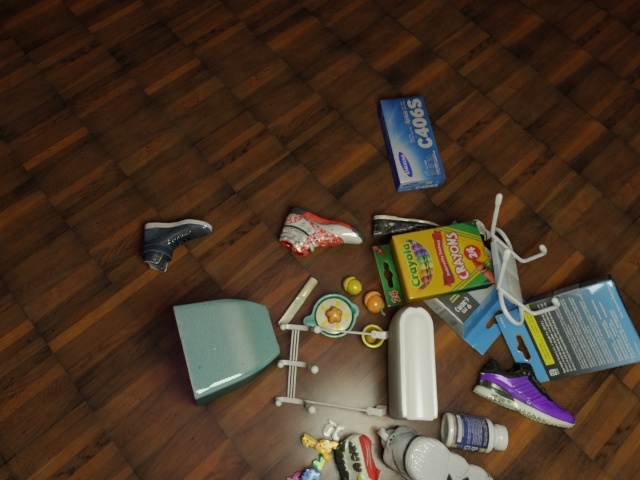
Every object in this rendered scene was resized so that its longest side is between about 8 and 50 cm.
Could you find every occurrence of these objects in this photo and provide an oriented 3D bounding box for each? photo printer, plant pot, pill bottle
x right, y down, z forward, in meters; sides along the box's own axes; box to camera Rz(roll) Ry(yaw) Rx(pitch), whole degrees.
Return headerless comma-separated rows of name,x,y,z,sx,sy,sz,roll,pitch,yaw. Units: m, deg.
photo printer,0.251,0.342,1.287,0.107,0.256,0.308,2,69,1
plant pot,-0.258,0.300,1.300,0.252,0.247,0.248,-13,70,-19
pill bottle,0.436,0.550,1.302,0.169,0.094,0.094,8,69,1

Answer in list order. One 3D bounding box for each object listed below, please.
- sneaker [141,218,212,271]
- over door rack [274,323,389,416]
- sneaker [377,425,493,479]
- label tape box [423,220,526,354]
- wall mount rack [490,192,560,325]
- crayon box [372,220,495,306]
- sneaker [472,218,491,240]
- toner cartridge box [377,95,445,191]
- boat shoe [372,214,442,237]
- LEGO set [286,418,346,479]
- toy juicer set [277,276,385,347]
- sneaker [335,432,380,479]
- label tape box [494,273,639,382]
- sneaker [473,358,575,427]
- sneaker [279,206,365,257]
sneaker,-0.461,0.019,1.463,0.226,0.086,0.163,-5,58,6
over door rack,0.032,0.364,1.305,0.324,0.108,0.240,3,84,7
sneaker,0.313,0.624,1.246,0.366,0.210,0.137,43,71,-20
label tape box,0.465,0.145,1.450,0.249,0.115,0.347,-42,75,-16
wall mount rack,0.552,0.049,1.308,0.304,0.130,0.350,35,44,-26
crayon box,0.336,0.070,1.372,0.318,0.081,0.202,-11,71,-6
sneaker,0.546,-0.035,1.565,0.037,0.032,0.083,-35,74,-15
toner cartridge box,0.324,-0.353,1.655,0.165,0.075,0.348,-8,70,-4
boat shoe,0.290,-0.033,1.533,0.233,0.084,0.079,6,79,2
LEGO set,-0.022,0.591,1.271,0.093,0.087,0.227,32,70,9
toy juicer set,0.049,0.199,1.423,0.328,0.089,0.209,14,69,3
sneaker,0.125,0.669,1.242,0.107,0.118,0.279,-11,82,38
label tape box,0.737,0.270,1.367,0.333,0.106,0.241,-25,85,30
sneaker,0.613,0.438,1.344,0.293,0.102,0.146,22,74,5
sneaker,-0.001,0.000,1.499,0.270,0.090,0.145,20,70,9
